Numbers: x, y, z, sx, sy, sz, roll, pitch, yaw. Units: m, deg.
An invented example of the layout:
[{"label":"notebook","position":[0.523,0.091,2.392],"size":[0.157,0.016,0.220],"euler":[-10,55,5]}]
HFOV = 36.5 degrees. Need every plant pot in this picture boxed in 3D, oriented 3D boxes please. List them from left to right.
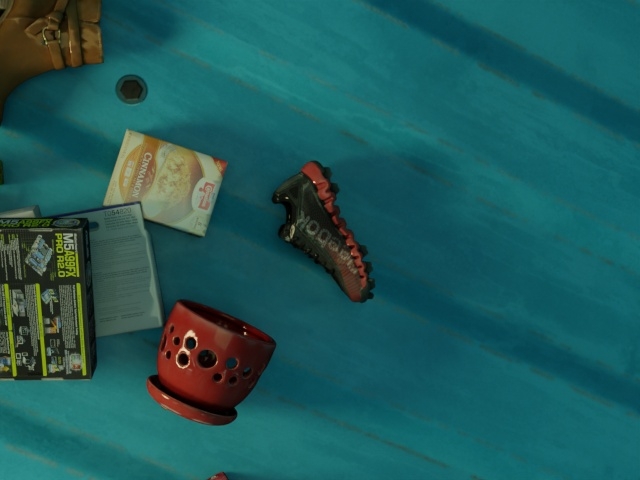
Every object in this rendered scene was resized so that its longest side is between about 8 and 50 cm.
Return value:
[{"label":"plant pot","position":[-0.193,0.215,1.678],"size":[0.191,0.191,0.174],"euler":[22,92,-11]}]

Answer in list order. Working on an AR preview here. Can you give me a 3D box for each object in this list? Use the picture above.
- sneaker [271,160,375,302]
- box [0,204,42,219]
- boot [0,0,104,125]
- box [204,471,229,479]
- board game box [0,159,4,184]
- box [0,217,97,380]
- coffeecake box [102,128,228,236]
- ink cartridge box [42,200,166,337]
[{"label":"sneaker","position":[0.000,0.000,1.765],"size":[0.135,0.097,0.276],"euler":[-26,93,-12]},{"label":"box","position":[-0.517,0.046,1.617],"size":[0.145,0.038,0.186],"euler":[-11,107,1]},{"label":"boot","position":[-0.487,-0.312,1.672],"size":[0.220,0.109,0.283],"euler":[3,81,-16]},{"label":"box","position":[-0.160,0.554,1.706],"size":[0.122,0.128,0.257],"euler":[-27,94,-11]},{"label":"board game box","position":[-0.632,-0.112,1.631],"size":[0.181,0.092,0.043],"euler":[-5,89,-12]},{"label":"box","position":[-0.483,0.098,1.584],"size":[0.216,0.060,0.270],"euler":[-1,109,-4]},{"label":"coffeecake box","position":[-0.275,-0.099,1.721],"size":[0.185,0.068,0.142],"euler":[17,85,-12]},{"label":"ink cartridge box","position":[-0.395,0.057,1.682],"size":[0.223,0.045,0.224],"euler":[-9,93,1]}]
